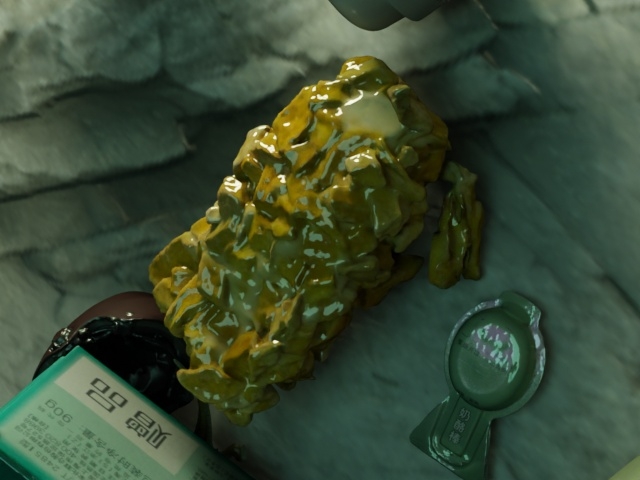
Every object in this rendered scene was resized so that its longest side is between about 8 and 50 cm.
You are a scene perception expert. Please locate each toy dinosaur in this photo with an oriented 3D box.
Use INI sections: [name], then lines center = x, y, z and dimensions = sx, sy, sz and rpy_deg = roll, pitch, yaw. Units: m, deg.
[toy dinosaur]
center = -0.071, 0.167, 1.012
dimensions = 0.058, 0.037, 0.180
rpy_deg = 2, 98, 13

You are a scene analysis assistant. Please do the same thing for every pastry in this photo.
[pastry]
center = 0.000, 0.000, 0.928
dimensions = 0.250, 0.102, 0.154
rpy_deg = -46, 68, 24

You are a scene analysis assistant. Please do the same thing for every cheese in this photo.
[cheese]
center = 0.099, 0.088, 0.910
dimensions = 0.067, 0.026, 0.120
rpy_deg = 32, 108, 29

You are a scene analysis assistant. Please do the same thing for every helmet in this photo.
[helmet]
center = -0.140, 0.084, 1.029
dimensions = 0.123, 0.070, 0.098
rpy_deg = -29, 115, 14

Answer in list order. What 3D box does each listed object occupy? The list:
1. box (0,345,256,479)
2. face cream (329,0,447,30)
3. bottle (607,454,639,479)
[box]
center = -0.108, 0.193, 0.924
dimensions = 0.245, 0.153, 0.092
rpy_deg = 38, 111, 3
[face cream]
center = 0.045, -0.192, 0.890
dimensions = 0.104, 0.117, 0.117
rpy_deg = -29, 75, 20
[bottle]
center = 0.207, 0.139, 0.814
dimensions = 0.201, 0.072, 0.072
rpy_deg = -45, 68, 25
